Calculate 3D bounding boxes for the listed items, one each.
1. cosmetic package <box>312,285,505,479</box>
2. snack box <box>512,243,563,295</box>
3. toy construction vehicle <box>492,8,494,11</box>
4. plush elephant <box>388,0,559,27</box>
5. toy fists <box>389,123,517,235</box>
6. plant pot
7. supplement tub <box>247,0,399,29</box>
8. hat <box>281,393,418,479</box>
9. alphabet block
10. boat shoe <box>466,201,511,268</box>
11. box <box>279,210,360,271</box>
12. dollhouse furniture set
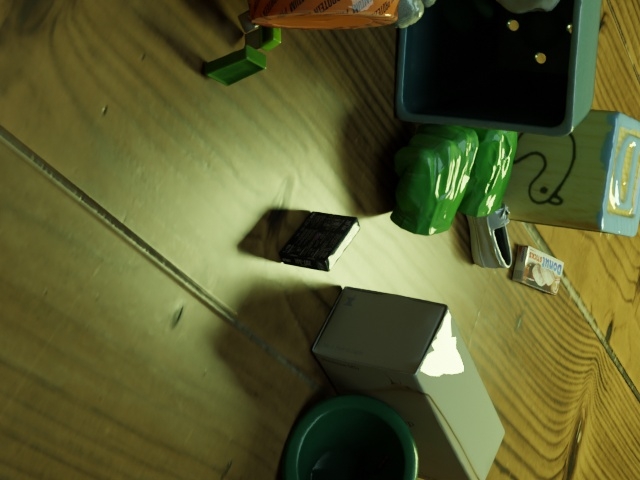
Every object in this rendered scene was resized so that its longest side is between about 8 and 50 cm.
[{"bbox_3d":[0.126,0.205,1.572,0.113,0.160,0.309,-61,142,-27],"label":"cosmetic package"},{"bbox_3d":[0.386,0.054,2.070,0.178,0.022,0.064,19,80,-57],"label":"snack box"},{"bbox_3d":[0.270,-0.364,1.776,0.098,0.035,0.086,46,58,-42],"label":"toy construction vehicle"},{"bbox_3d":[0.231,-0.368,1.328,0.330,0.255,0.272,-76,-167,-50],"label":"plush elephant"},{"bbox_3d":[0.191,-0.106,1.645,0.279,0.096,0.142,-17,129,-52],"label":"toy fists"},{"bbox_3d":[0.271,-0.289,1.604,0.252,0.247,0.248,-22,117,-59],"label":"plant pot"},{"bbox_3d":[0.002,-0.377,1.171,0.193,0.193,0.316,-8,98,-57],"label":"supplement tub"},{"bbox_3d":[0.023,0.319,1.544,0.183,0.172,0.209,114,-2,-72],"label":"hat"},{"bbox_3d":[0.404,-0.114,1.894,0.193,0.197,0.193,10,89,-58],"label":"alphabet block"},{"bbox_3d":[0.264,-0.035,1.816,0.066,0.063,0.184,-38,128,-47],"label":"boat shoe"},{"bbox_3d":[0.000,0.000,1.406,0.083,0.067,0.018,-53,139,-37],"label":"box"},{"bbox_3d":[-0.088,-0.245,1.248,0.076,0.058,0.152,20,61,-50],"label":"dollhouse furniture set"}]
